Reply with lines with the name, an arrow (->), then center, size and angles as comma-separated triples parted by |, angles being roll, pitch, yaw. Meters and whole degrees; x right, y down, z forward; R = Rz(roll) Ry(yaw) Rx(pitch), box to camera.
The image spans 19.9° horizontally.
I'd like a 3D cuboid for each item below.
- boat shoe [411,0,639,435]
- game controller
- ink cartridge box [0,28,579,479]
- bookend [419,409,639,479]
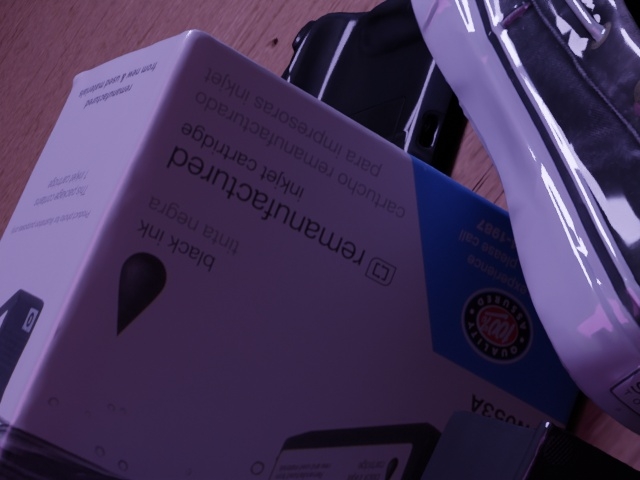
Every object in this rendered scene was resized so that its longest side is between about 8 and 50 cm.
boat shoe -> 0.130, -0.064, 0.745 | 0.119, 0.121, 0.335 | -42, 39, 22
game controller -> 0.000, 0.000, 1.003 | 0.166, 0.067, 0.319 | -8, 55, 45
ink cartridge box -> -0.044, 0.107, 0.734 | 0.129, 0.223, 0.307 | -8, 56, 62
bookend -> 0.076, 0.110, 0.565 | 0.072, 0.157, 0.156 | -64, 23, -9
